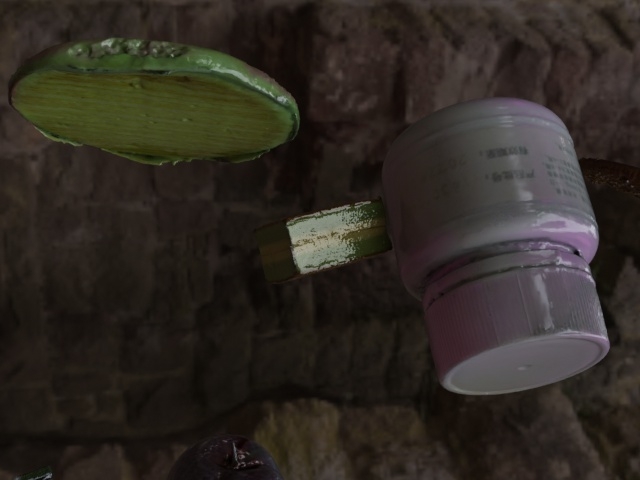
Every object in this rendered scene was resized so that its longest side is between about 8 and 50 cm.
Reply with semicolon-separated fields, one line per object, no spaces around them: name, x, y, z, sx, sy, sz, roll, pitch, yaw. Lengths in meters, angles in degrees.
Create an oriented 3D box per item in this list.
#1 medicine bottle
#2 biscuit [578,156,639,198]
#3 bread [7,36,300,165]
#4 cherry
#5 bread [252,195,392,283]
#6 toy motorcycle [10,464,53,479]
medicine bottle;0.209;0.011;1.229;0.241;0.241;0.302;107;-23;-62
biscuit;0.436;-0.080;1.429;0.206;0.126;0.025;20;-90;39
bread;-0.166;-0.136;1.060;0.301;0.301;0.045;124;-29;-74
cherry;-0.108;0.309;1.177;0.176;0.139;0.176;178;-90;-66
bread;0.004;-0.001;1.221;0.084;0.139;0.074;-15;-89;60
toy motorcycle;-0.377;0.395;1.394;0.275;0.127;0.205;-44;-111;31
